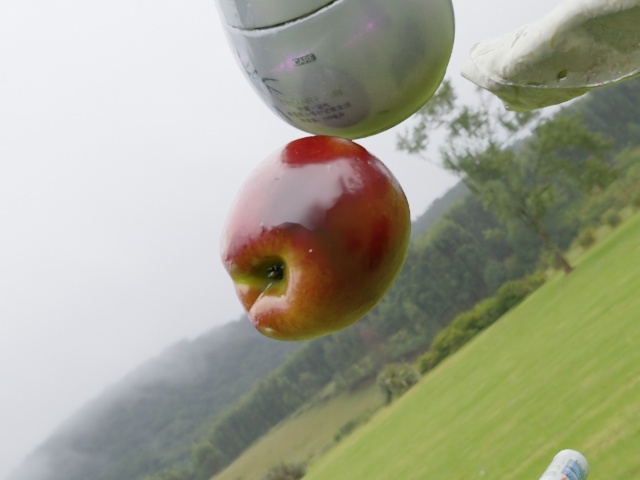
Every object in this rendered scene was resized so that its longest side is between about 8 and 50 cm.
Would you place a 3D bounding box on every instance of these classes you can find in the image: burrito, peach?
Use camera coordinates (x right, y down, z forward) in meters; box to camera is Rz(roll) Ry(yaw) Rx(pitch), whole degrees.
[{"bbox_3d":[0.181,-0.134,0.584,0.226,0.087,0.060,-19,39,54],"label":"burrito"},{"bbox_3d":[0.000,0.000,1.029,0.243,0.199,0.243,-45,-34,-41],"label":"peach"}]

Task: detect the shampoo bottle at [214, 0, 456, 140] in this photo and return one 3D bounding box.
[{"bbox_3d":[0.014,-0.282,1.090,0.273,0.266,0.273,-20,41,19],"label":"shampoo bottle"}]

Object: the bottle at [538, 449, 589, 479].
[{"bbox_3d":[0.343,0.371,1.325,0.060,0.060,0.217,-45,-15,28],"label":"bottle"}]
